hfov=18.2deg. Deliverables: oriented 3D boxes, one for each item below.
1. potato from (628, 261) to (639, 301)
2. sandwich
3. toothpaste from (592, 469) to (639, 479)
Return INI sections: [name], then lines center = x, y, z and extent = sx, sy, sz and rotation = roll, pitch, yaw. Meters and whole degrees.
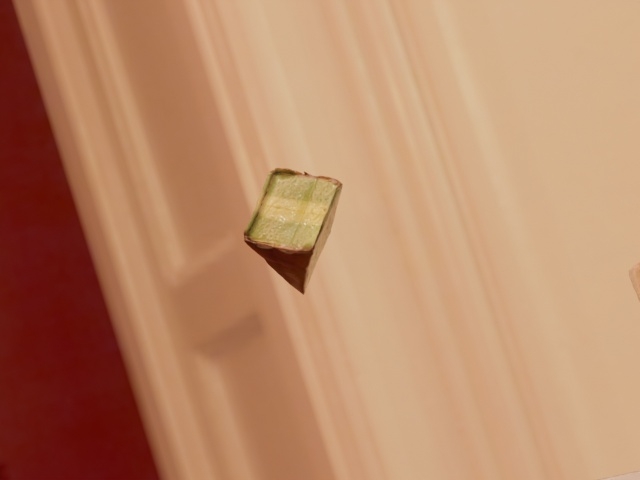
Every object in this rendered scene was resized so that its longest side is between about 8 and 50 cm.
[potato]
center = 0.261, 0.057, 1.344
extent = 0.061, 0.122, 0.086
rotation = -34, -28, 24
[sandwich]
center = 0.000, 0.000, 1.685
extent = 0.074, 0.074, 0.116
rotation = 10, -21, 33
[toothpaste]
center = 0.112, 0.180, 1.052
extent = 0.336, 0.067, 0.081
rotation = -16, -46, 27
